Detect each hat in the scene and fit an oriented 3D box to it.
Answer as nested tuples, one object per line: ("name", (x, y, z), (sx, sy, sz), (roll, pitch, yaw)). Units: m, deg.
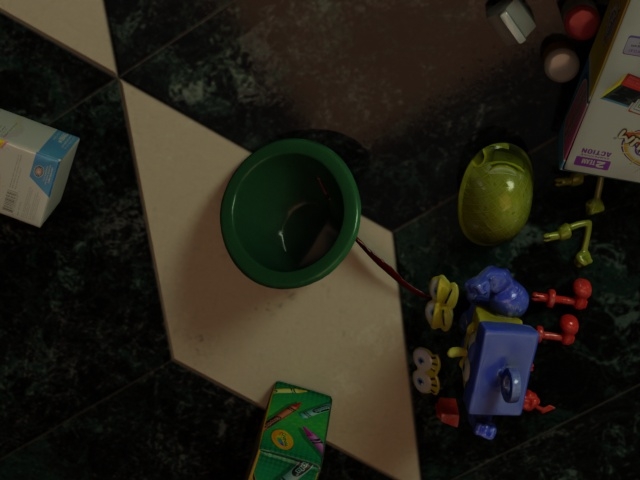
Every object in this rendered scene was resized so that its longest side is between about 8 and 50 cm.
("hat", (0.000, 0.000, 1.599), (0.173, 0.183, 0.209), (-30, 67, 12))

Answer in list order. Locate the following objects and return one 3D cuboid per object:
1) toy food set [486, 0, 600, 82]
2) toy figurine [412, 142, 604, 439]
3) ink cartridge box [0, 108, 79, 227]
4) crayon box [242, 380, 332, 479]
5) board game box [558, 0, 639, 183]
("toy food set", (0.221, -0.268, 1.418), (0.111, 0.104, 0.232), (-33, 106, 17))
("toy figurine", (0.228, 0.098, 1.504), (0.191, 0.217, 0.363), (9, 114, -5))
("ink cartridge box", (-0.371, -0.094, 1.556), (0.143, 0.090, 0.092), (21, 113, -3))
("crayon box", (-0.066, 0.339, 1.671), (0.081, 0.165, 0.279), (17, 114, -2))
("board game box", (0.407, -0.183, 1.388), (0.242, 0.064, 0.317), (10, 137, -3))
